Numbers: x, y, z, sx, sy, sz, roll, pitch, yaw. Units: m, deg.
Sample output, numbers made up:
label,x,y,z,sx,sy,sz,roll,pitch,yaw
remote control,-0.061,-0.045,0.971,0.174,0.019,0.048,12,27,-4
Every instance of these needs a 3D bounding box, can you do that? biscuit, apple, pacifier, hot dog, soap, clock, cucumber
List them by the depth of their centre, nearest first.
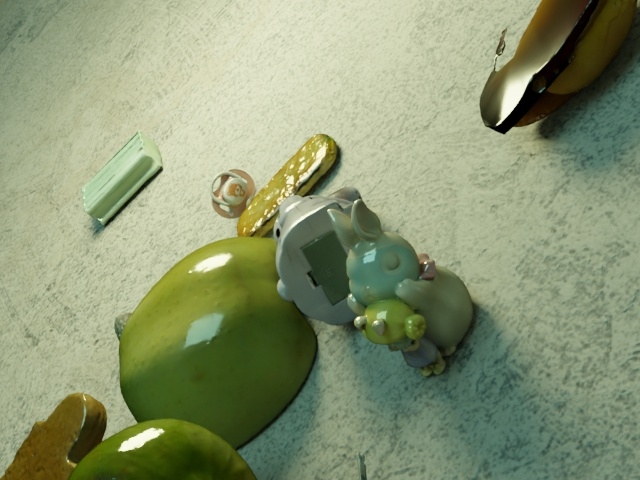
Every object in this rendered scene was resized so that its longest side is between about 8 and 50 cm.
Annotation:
label,x,y,z,sx,sy,sz,roll,pitch,yaw
hot dog,0.359,-0.287,1.556,0.326,0.107,0.194,-52,23,17
clock,0.003,0.000,1.677,0.189,0.189,0.254,-47,19,8
biscuit,-0.406,0.463,1.745,0.394,0.076,0.368,37,97,48
apple,-0.172,0.176,1.769,0.360,0.311,0.320,-36,-8,20
biscuit,-0.062,-0.092,1.937,0.247,0.029,0.118,-46,28,10
cucumber,-0.342,0.175,1.998,0.064,0.064,0.112,-52,31,0
pacifier,-0.171,-0.086,2.030,0.099,0.082,0.078,-64,8,-18
soap,-0.439,-0.137,2.392,0.198,0.063,0.114,-42,33,14

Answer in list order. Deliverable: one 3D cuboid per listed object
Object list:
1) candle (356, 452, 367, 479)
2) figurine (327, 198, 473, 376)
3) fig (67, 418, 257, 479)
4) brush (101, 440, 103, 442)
label,x,y,z,sx,sy,sz,roll,pitch,yaw
candle,0.007,0.411,1.254,0.187,0.187,0.330,10,66,53
figurine,0.090,0.062,1.426,0.127,0.235,0.155,-3,57,49
fig,-0.229,0.406,1.453,0.316,0.316,0.316,-31,39,29
brush,-0.394,0.372,1.879,0.321,0.060,0.050,-1,46,49
